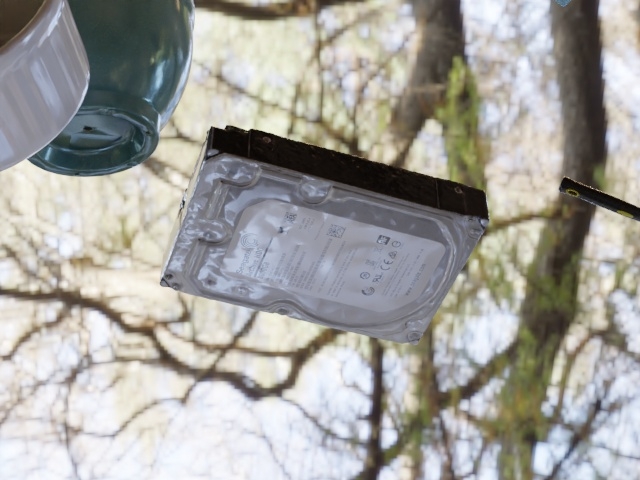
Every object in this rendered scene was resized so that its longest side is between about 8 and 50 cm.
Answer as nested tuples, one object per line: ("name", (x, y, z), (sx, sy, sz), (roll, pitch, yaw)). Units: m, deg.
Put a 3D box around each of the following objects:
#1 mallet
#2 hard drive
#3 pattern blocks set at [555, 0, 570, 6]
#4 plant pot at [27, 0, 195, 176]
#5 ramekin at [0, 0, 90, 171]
("mallet", (0.327, -0.015, 1.287), (0.189, 0.062, 0.039), (19, -125, 16))
("hard drive", (0.000, 0.000, 1.533), (0.338, 0.237, 0.064), (15, -138, -13))
("pattern blocks set", (0.243, -0.334, 0.999), (0.285, 0.325, 0.026), (34, -147, -34))
("plant pot", (-0.296, -0.203, 1.637), (0.293, 0.293, 0.196), (-4, -115, -10))
("ramekin", (-0.374, -0.182, 1.339), (0.277, 0.135, 0.277), (-11, -136, 11))
